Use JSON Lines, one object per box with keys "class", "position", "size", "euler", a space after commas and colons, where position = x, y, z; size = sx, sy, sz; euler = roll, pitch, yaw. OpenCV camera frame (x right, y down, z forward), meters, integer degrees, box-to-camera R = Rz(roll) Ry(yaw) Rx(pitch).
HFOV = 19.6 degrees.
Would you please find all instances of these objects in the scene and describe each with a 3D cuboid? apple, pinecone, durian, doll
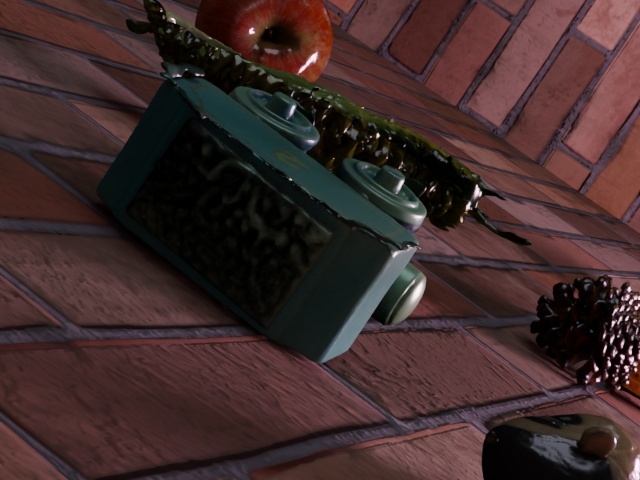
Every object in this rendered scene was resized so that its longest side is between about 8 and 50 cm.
{"class": "apple", "position": [-0.059, -0.210, 1.916], "size": [0.146, 0.146, 0.131], "euler": [31, 0, -13]}
{"class": "pinecone", "position": [0.237, 0.077, 1.602], "size": [0.102, 0.102, 0.109], "euler": [28, 1, -30]}
{"class": "durian", "position": [-0.002, -0.074, 1.503], "size": [0.375, 0.107, 0.132], "euler": [30, 8, -13]}
{"class": "doll", "position": [0.160, 0.146, 1.026], "size": [0.179, 0.102, 0.089], "euler": [30, 49, -23]}

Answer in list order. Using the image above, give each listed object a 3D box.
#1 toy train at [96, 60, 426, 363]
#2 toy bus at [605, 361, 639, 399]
{"class": "toy train", "position": [-0.030, -0.017, 1.143], "size": [0.203, 0.112, 0.163], "euler": [35, 16, 13]}
{"class": "toy bus", "position": [0.300, 0.105, 1.707], "size": [0.069, 0.074, 0.162], "euler": [31, 11, -8]}
